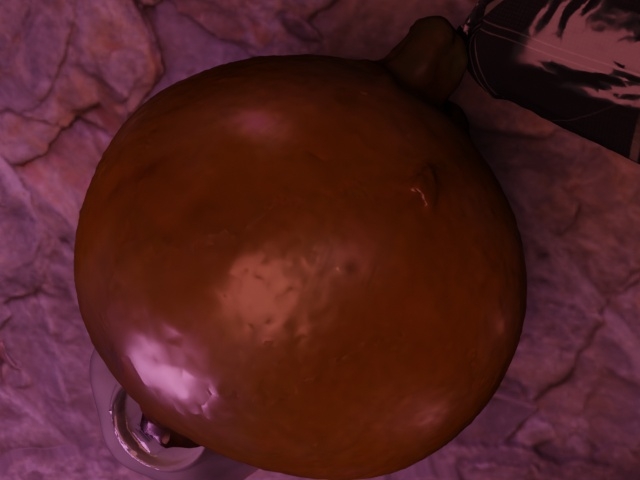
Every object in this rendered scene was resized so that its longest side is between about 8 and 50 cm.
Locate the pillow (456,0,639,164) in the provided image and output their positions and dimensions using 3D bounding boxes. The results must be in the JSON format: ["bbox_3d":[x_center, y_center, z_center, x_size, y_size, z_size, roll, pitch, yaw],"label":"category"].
[{"bbox_3d":[0.266,-0.124,1.012,0.335,0.092,0.161,24,107,10],"label":"pillow"}]

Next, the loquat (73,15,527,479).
[{"bbox_3d":[0.000,0.000,1.020,0.328,0.328,0.359,33,93,7],"label":"loquat"}]

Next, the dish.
[{"bbox_3d":[-0.125,0.144,1.226,0.191,0.066,0.190,5,106,17],"label":"dish"}]
